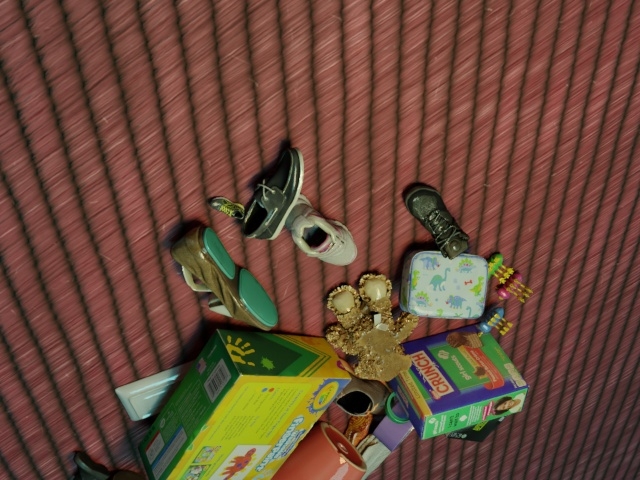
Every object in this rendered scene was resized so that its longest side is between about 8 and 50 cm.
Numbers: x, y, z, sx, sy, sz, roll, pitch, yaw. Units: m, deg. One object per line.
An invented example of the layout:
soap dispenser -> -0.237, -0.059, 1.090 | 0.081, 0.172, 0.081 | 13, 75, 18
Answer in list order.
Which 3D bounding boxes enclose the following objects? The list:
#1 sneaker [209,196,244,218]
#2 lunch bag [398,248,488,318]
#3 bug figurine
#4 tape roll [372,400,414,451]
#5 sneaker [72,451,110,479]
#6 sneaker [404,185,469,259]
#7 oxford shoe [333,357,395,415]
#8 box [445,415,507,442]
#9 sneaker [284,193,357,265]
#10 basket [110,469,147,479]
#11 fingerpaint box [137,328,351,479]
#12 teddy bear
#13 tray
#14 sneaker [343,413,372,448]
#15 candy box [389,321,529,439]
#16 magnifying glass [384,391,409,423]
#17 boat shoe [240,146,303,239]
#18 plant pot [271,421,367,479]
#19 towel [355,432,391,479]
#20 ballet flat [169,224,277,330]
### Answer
sneaker -> -0.198, -0.070, 1.531 | 0.083, 0.035, 0.031 | 13, 120, -31
lunch bag -> 0.315, 0.109, 1.810 | 0.219, 0.090, 0.176 | 4, 91, -14
bug figurine -> 0.463, 0.148, 1.976 | 0.216, 0.072, 0.279 | -47, 126, 9
tape roll -> 0.248, 0.540, 2.137 | 0.189, 0.080, 0.189 | -43, 162, -17
sneaker -> -0.633, 0.632, 1.904 | 0.089, 0.051, 0.170 | -33, 137, -1
sneaker -> 0.290, -0.039, 1.710 | 0.087, 0.130, 0.227 | -38, 130, 6
oxford shoe -> 0.114, 0.457, 2.028 | 0.130, 0.133, 0.363 | -44, 136, 13
box -> 0.535, 0.602, 2.399 | 0.184, 0.045, 0.191 | 19, 118, -32
sneaker -> 0.000, 0.000, 1.623 | 0.103, 0.111, 0.252 | -44, 131, 14
basket -> -0.577, 0.766, 1.967 | 0.154, 0.204, 0.227 | 38, 103, 5
fingerpaint box -> -0.198, 0.444, 1.835 | 0.371, 0.163, 0.445 | 12, 122, -42
teddy bear -> 0.133, 0.225, 1.888 | 0.245, 0.113, 0.338 | -41, 124, 2
tray -> -0.377, 0.388, 1.832 | 0.270, 0.030, 0.145 | -19, 131, -8
sneaker -> 0.122, 0.584, 2.202 | 0.067, 0.064, 0.175 | -8, 139, -38
candy box -> 0.375, 0.390, 2.002 | 0.317, 0.268, 0.122 | -14, 129, -13
magnifying glass -> 0.269, 0.442, 2.075 | 0.231, 0.092, 0.026 | -42, 171, -39
boat shoe -> -0.101, -0.097, 1.516 | 0.079, 0.084, 0.233 | 4, 128, -35
plant pot -> -0.012, 0.694, 2.104 | 0.243, 0.275, 0.275 | -46, 131, 4
towel -> 0.145, 0.708, 2.280 | 0.187, 0.049, 0.282 | 7, 127, -50
ballet flat -> -0.228, 0.101, 1.620 | 0.124, 0.116, 0.342 | -18, 135, 19
